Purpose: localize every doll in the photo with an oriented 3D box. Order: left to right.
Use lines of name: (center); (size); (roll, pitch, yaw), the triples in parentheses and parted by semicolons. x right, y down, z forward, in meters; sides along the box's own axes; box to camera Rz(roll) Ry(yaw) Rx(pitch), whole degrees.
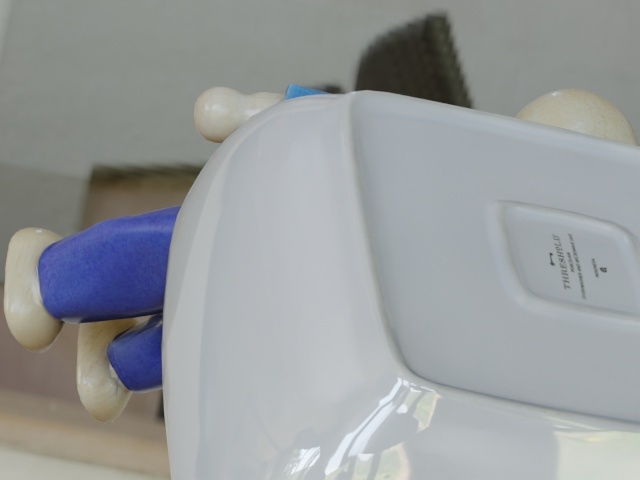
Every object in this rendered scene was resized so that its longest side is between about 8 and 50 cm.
doll: (0.000, 0.000, 0.534); (0.189, 0.046, 0.129); (-17, -48, 26)

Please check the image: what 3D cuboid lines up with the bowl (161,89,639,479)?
bowl: (0.042, 0.022, 0.387); (0.142, 0.053, 0.142); (12, 37, -15)
